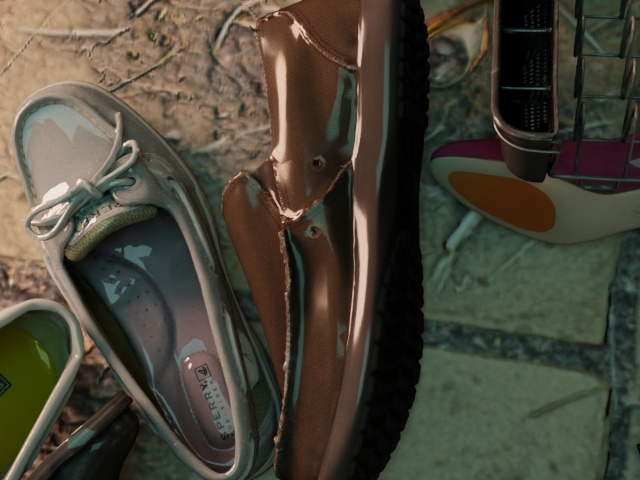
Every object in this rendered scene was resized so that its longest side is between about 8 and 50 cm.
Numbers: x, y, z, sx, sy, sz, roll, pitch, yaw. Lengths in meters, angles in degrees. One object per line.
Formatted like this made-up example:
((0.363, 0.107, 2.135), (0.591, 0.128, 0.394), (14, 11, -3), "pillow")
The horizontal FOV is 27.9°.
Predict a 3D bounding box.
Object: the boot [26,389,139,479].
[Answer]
((-0.109, 0.253, 0.873), (0.229, 0.091, 0.263), (30, 112, 7), "boot")

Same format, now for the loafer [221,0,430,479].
((0.000, 0.000, 0.888), (0.130, 0.134, 0.366), (2, 80, 17), "loafer")

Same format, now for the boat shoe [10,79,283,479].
((-0.124, 0.025, 0.899), (0.118, 0.103, 0.320), (-27, 82, 3), "boat shoe")

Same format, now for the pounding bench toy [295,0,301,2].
((0.014, -0.200, 0.926), (0.083, 0.065, 0.052), (-31, 82, 3), "pounding bench toy")

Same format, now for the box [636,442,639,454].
((0.265, 0.167, 0.884), (0.067, 0.018, 0.083), (-24, 82, 4), "box")

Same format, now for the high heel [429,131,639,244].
((0.204, -0.060, 0.898), (0.244, 0.082, 0.117), (10, 57, 20), "high heel")

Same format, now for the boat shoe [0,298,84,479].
((-0.261, 0.172, 0.788), (0.136, 0.156, 0.367), (44, 54, -7), "boat shoe")

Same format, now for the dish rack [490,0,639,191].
((0.249, -0.123, 0.850), (0.271, 0.074, 0.208), (3, 57, 6), "dish rack")
